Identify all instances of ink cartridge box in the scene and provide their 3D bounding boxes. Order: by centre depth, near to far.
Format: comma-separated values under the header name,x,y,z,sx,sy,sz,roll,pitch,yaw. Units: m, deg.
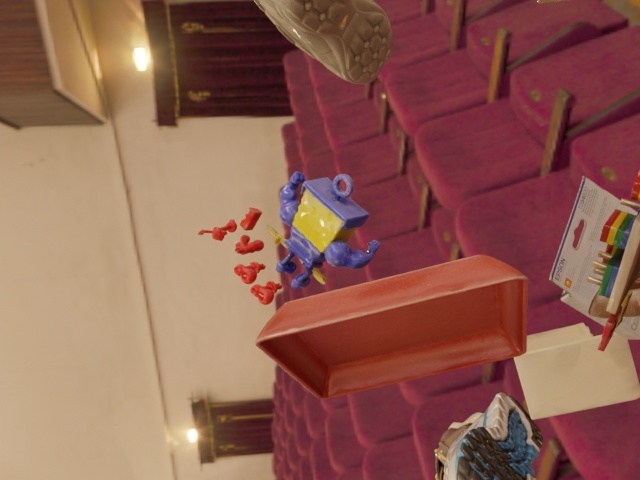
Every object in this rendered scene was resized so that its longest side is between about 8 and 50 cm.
name,x,y,z,sx,sy,sz,roll,pitch,yaw
ink cartridge box,0.512,0.032,1.262,0.223,0.224,0.045,-64,15,-20

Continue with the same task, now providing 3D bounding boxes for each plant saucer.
name,x,y,z,sx,sy,sz,roll,pitch,yaw
plant saucer,0.087,0.096,0.753,0.259,0.258,0.048,59,-161,-61
plant saucer,0.504,0.072,1.067,0.198,0.198,0.036,174,78,-85

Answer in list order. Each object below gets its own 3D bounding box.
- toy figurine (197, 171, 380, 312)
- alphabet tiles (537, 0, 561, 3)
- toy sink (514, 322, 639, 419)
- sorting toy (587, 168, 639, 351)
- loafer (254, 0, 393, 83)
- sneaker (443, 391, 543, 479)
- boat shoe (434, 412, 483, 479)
name,x,y,z,sx,sy,sz,roll,pitch,yaw
toy figurine,0.000,0.000,1.134,0.362,0.191,0.217,44,116,27
alphabet tiles,0.382,-0.418,0.870,0.009,0.198,0.237,-95,-1,-47
toy sink,0.554,0.278,1.545,0.131,0.234,0.153,-41,-66,-75
sorting toy,0.376,0.007,0.870,0.132,0.046,0.274,-38,-40,-43
loafer,0.006,-0.302,0.946,0.112,0.111,0.319,-55,-26,6
sneaker,0.135,0.196,0.592,0.071,0.083,0.190,48,-160,15
boat shoe,0.225,0.351,1.090,0.116,0.097,0.324,44,165,17
